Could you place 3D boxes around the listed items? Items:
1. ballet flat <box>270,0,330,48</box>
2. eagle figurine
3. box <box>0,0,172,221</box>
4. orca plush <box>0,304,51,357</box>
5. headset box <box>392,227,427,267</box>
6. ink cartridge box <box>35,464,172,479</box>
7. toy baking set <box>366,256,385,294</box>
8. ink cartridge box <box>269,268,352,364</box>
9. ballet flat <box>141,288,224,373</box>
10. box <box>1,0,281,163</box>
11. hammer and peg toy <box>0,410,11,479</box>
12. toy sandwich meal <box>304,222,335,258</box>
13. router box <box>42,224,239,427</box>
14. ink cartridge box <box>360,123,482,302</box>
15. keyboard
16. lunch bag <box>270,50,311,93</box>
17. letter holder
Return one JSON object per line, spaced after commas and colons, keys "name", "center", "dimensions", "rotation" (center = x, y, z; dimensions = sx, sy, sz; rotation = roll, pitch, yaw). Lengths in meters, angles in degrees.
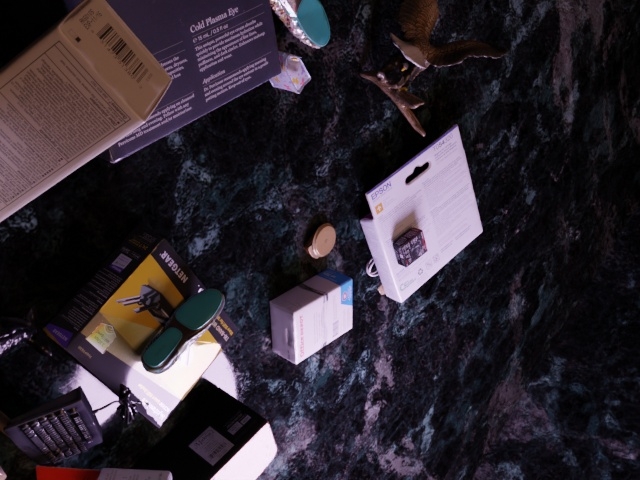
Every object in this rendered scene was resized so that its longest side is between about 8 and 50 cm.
{"name": "ballet flat", "center": [-0.061, -0.433, 1.416], "dimensions": [0.091, 0.077, 0.241], "rotation": [-62, 145, -14]}
{"name": "eagle figurine", "center": [0.231, -0.412, 1.700], "dimensions": [0.298, 0.225, 0.226], "rotation": [-44, 128, -11]}
{"name": "box", "center": [-0.355, -0.152, 0.997], "dimensions": [0.148, 0.311, 0.121], "rotation": [51, 29, -25]}
{"name": "orca plush", "center": [-0.520, 0.189, 1.172], "dimensions": [0.287, 0.102, 0.151], "rotation": [-3, 111, -50]}
{"name": "headset box", "center": [0.214, 0.014, 1.881], "dimensions": [0.083, 0.032, 0.062], "rotation": [-37, 126, -27]}
{"name": "ink cartridge box", "center": [-0.386, 0.529, 1.425], "dimensions": [0.060, 0.239, 0.275], "rotation": [-92, -175, -66]}
{"name": "toy baking set", "center": [0.183, -0.003, 1.983], "dimensions": [0.197, 0.030, 0.256], "rotation": [-21, 118, -36]}
{"name": "ink cartridge box", "center": [-0.017, 0.167, 1.785], "dimensions": [0.191, 0.082, 0.139], "rotation": [-26, 127, -39]}
{"name": "ballet flat", "center": [-0.242, 0.161, 1.404], "dimensions": [0.188, 0.070, 0.070], "rotation": [-43, 137, -24]}
{"name": "box", "center": [-0.252, -0.338, 1.151], "dimensions": [0.343, 0.179, 0.312], "rotation": [-36, 134, -34]}
{"name": "hammer and peg toy", "center": [-0.557, 0.351, 1.105], "dimensions": [0.361, 0.127, 0.266], "rotation": [-42, 153, -9]}
{"name": "toy sandwich meal", "center": [0.000, 0.000, 1.763], "dimensions": [0.086, 0.029, 0.085], "rotation": [-24, 122, -45]}
{"name": "router box", "center": [-0.307, 0.160, 1.432], "dimensions": [0.243, 0.081, 0.309], "rotation": [-52, 140, -18]}
{"name": "ink cartridge box", "center": [0.244, -0.070, 1.946], "dimensions": [0.324, 0.071, 0.330], "rotation": [-37, 125, -25]}
{"name": "keyboard", "center": [-0.383, 0.295, 1.292], "dimensions": [0.202, 0.033, 0.317], "rotation": [-25, 162, -19]}
{"name": "lunch bag", "center": [-0.066, -0.320, 1.474], "dimensions": [0.053, 0.071, 0.083], "rotation": [-56, 141, -17]}
{"name": "letter holder", "center": [-0.239, 0.498, 1.641], "dimensions": [0.302, 0.152, 0.214], "rotation": [-41, 138, -29]}
